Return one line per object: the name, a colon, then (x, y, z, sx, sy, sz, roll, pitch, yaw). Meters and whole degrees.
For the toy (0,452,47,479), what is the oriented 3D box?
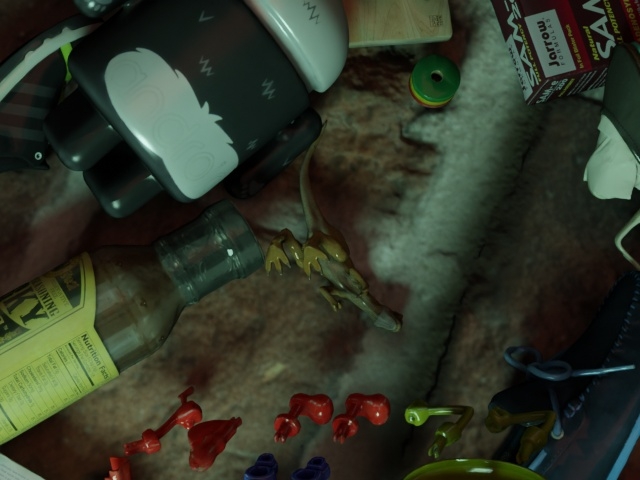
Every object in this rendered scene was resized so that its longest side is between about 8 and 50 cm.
toy: (-0.269, 0.311, 1.016, 0.137, 0.056, 0.237, 31, 77, -1)

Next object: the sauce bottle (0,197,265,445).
sauce bottle: (-0.211, 0.076, 1.055, 0.344, 0.111, 0.111, -31, 81, -14)

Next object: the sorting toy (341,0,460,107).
sorting toy: (0.050, -0.254, 1.196, 0.132, 0.046, 0.275, -5, 77, -7)

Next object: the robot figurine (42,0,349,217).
robot figurine: (-0.107, -0.146, 1.080, 0.278, 0.209, 0.173, -40, 71, -3)

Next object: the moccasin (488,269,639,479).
moccasin: (0.197, 0.164, 1.060, 0.116, 0.138, 0.342, 30, 74, 1)

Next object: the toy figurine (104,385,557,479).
toy figurine: (0.020, 0.263, 1.017, 0.362, 0.191, 0.217, 1, 112, 15)

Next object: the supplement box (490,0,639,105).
supplement box: (0.298, -0.228, 1.203, 0.239, 0.073, 0.130, -16, 79, -9)

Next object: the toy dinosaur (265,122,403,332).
toy dinosaur: (0.000, 0.000, 1.126, 0.064, 0.112, 0.212, -31, 79, 30)

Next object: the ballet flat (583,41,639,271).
ballet flat: (0.304, -0.039, 1.128, 0.096, 0.095, 0.280, -27, 94, 5)

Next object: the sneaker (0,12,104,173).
sneaker: (-0.272, -0.109, 1.123, 0.235, 0.084, 0.097, -45, 108, -13)
